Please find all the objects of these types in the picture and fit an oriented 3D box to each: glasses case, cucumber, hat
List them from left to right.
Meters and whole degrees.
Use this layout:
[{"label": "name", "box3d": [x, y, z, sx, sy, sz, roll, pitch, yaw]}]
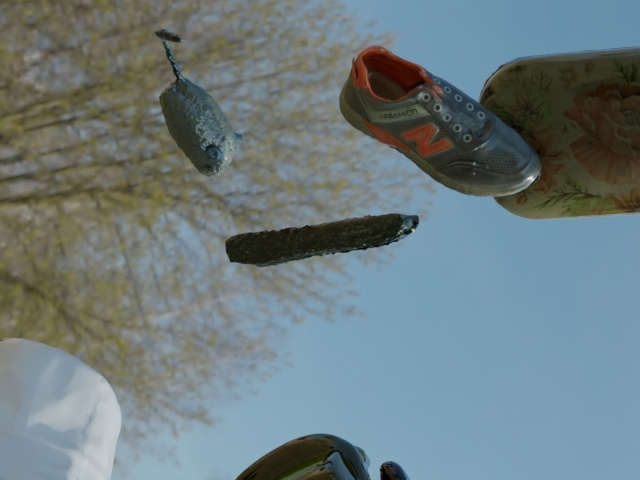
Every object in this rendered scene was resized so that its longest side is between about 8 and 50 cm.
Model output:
[{"label": "hat", "box3d": [-0.214, 0.146, 0.847, 0.203, 0.203, 0.126, 105, 4, -55]}, {"label": "cucumber", "box3d": [0.000, -0.001, 1.475, 0.043, 0.257, 0.044, 36, 51, -53]}, {"label": "glasses case", "box3d": [0.355, -0.105, 1.129, 0.098, 0.426, 0.156, -58, 144, -78]}]

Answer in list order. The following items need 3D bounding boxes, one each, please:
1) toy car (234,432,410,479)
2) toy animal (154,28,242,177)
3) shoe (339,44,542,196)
[{"label": "toy car", "box3d": [0.007, 0.301, 1.150, 0.247, 0.204, 0.198, 63, 0, 22]}, {"label": "toy animal", "box3d": [-0.155, -0.171, 1.461, 0.253, 0.079, 0.070, 75, 30, -49]}, {"label": "shoe", "box3d": [0.102, -0.104, 1.061, 0.194, 0.074, 0.077, 30, -22, 15]}]
